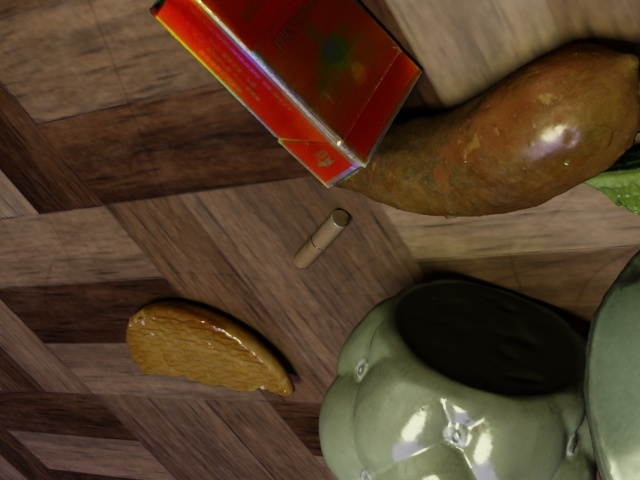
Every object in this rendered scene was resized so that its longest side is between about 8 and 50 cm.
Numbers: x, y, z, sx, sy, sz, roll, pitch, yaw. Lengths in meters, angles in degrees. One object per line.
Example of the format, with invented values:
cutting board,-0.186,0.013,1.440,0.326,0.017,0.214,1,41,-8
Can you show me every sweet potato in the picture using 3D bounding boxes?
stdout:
sweet potato,0.104,-0.060,0.744,0.291,0.097,0.097,-16,125,46

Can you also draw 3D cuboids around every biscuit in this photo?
biscuit,-0.141,0.119,1.193,0.224,0.033,0.144,1,134,35

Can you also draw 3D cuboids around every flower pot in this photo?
flower pot,0.119,0.159,0.882,0.246,0.246,0.195,19,119,15

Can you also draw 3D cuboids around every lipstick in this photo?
lipstick,0.000,0.000,0.956,0.019,0.019,0.094,34,145,-6

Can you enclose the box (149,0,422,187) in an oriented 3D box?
box,-0.019,-0.136,0.720,0.175,0.112,0.048,45,142,-18

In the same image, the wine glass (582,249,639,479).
wine glass,0.342,0.067,0.476,0.267,0.267,0.406,35,159,-8

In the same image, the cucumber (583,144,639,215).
cucumber,0.279,-0.048,0.678,0.220,0.046,0.070,-7,134,43
